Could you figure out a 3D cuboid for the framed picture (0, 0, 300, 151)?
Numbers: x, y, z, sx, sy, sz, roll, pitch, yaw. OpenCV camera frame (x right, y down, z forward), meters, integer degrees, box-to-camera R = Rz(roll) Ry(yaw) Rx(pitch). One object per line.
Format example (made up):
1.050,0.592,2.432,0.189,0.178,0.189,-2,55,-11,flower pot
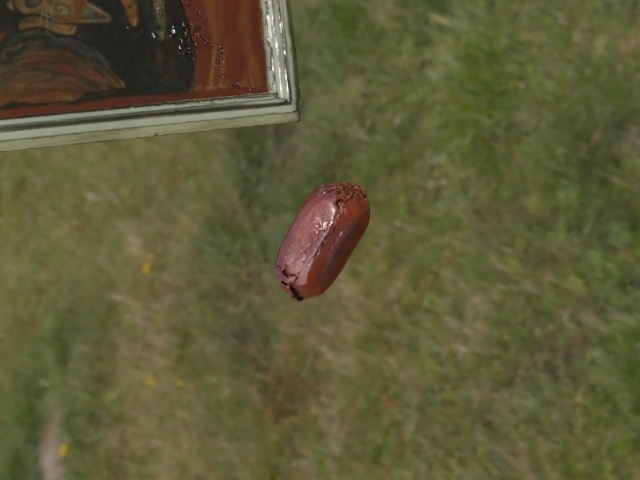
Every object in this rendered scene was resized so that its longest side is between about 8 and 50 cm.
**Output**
-0.135,-0.160,0.925,0.016,0.273,0.216,0,98,59,framed picture

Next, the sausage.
0.000,0.000,1.787,0.141,0.076,0.076,-63,23,15,sausage
